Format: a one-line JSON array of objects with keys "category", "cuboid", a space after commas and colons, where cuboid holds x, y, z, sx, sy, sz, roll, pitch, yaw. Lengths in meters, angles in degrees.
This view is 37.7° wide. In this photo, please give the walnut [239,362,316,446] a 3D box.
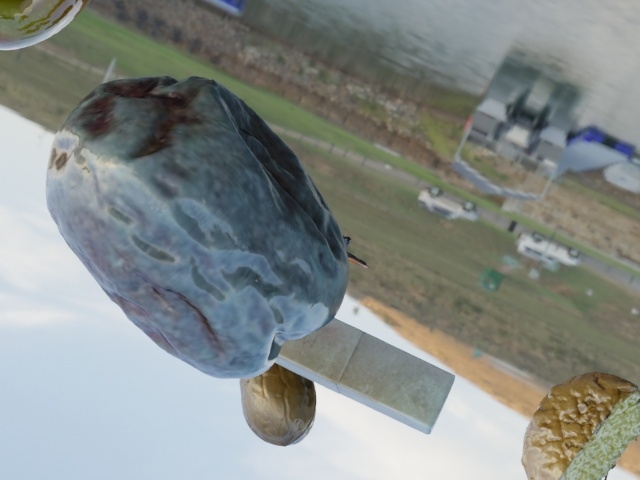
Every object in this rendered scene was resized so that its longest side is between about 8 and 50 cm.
[{"category": "walnut", "cuboid": [-0.087, 0.326, 1.943, 0.167, 0.167, 0.207, 20, -130, -47]}]

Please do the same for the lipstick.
[{"category": "lipstick", "cuboid": [-0.019, 0.126, 1.161, 0.372, 0.076, 0.080, 25, 164, 11]}]

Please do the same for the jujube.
[{"category": "jujube", "cuboid": [-0.119, -0.014, 0.886, 0.308, 0.215, 0.246, 53, -163, -18]}]

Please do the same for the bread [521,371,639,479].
[{"category": "bread", "cuboid": [0.413, 0.317, 1.514, 0.143, 0.229, 0.139, 47, 170, -34]}]

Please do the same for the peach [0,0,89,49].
[{"category": "peach", "cuboid": [-0.438, -0.414, 1.251, 0.308, 0.308, 0.332, 21, -157, -41]}]

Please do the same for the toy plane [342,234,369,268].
[{"category": "toy plane", "cuboid": [0.005, -0.010, 1.590, 0.188, 0.062, 0.135, 22, -161, 2]}]
